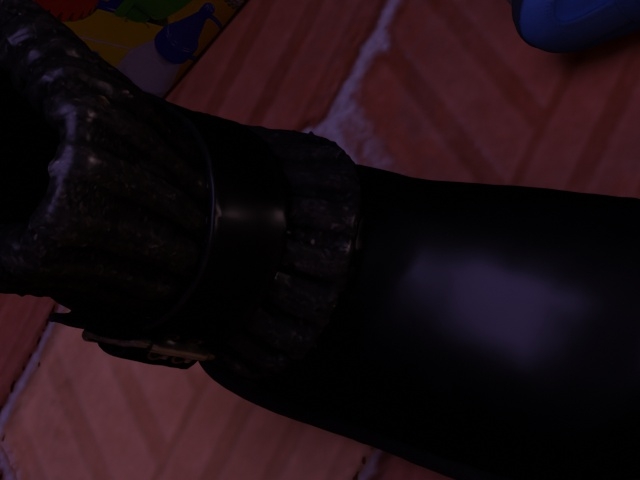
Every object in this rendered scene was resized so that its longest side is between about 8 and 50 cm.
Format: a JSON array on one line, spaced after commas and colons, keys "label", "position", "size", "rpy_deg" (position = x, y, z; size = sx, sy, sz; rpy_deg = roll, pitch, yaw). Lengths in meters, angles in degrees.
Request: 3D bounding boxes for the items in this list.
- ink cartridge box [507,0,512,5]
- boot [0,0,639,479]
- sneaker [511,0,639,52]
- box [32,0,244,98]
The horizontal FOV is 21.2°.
[{"label": "ink cartridge box", "position": [0.087, -0.219, 0.803], "size": [0.127, 0.176, 0.128], "rpy_deg": [-34, 49, 17]}, {"label": "boot", "position": [-0.002, 0.004, 0.682], "size": [0.348, 0.260, 0.131], "rpy_deg": [2, 67, 40]}, {"label": "sneaker", "position": [0.179, -0.135, 0.753], "size": [0.209, 0.069, 0.082], "rpy_deg": [-32, 53, 21]}, {"label": "box", "position": [-0.179, -0.226, 0.943], "size": [0.279, 0.290, 0.177], "rpy_deg": [-50, 45, 6]}]
